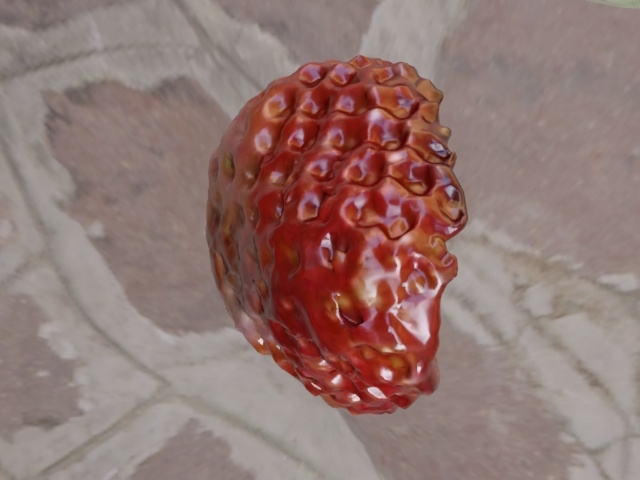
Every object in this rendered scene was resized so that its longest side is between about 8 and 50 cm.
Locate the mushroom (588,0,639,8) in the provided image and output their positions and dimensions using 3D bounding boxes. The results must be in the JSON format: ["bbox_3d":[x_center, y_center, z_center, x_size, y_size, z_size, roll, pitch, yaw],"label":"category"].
[{"bbox_3d":[0.143,-0.247,0.576,0.352,0.260,0.352,2,88,-44],"label":"mushroom"}]

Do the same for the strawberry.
[{"bbox_3d":[0.000,0.000,1.166,0.149,0.336,0.265,6,103,-11],"label":"strawberry"}]
